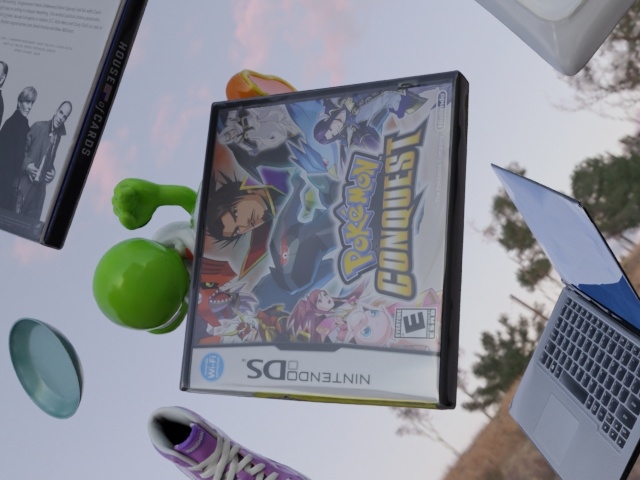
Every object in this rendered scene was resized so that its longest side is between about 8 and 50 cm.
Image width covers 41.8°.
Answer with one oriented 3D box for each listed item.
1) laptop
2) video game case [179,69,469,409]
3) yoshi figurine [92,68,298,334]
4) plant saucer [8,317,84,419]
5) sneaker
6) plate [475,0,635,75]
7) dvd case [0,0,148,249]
[{"bbox_3d":[0.340,0.134,1.285,0.382,0.236,0.408,-114,45,-76],"label":"laptop"},{"bbox_3d":[0.000,0.000,0.722,0.035,0.248,0.274,25,-114,-59],"label":"video game case"},{"bbox_3d":[-0.137,-0.011,0.971,0.203,0.203,0.362,24,-61,-33],"label":"yoshi figurine"},{"bbox_3d":[-0.292,0.135,0.904,0.021,0.119,0.119,-28,-36,-48],"label":"plant saucer"},{"bbox_3d":[-0.118,0.311,1.112,0.102,0.282,0.161,-59,-27,-18],"label":"sneaker"},{"bbox_3d":[0.276,-0.382,0.978,0.045,0.277,0.278,-11,-38,-54],"label":"plate"},{"bbox_3d":[-0.247,-0.127,0.707,0.029,0.179,0.238,26,-99,-59],"label":"dvd case"}]
